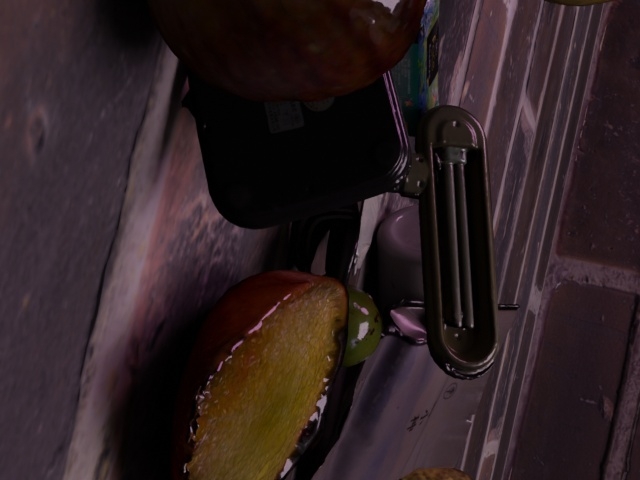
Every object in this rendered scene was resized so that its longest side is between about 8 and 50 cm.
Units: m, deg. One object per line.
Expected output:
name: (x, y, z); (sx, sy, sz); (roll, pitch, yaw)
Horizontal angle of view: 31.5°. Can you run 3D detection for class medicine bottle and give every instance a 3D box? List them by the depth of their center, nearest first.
medicine bottle: (0.106, 0.057, 1.145); (0.105, 0.105, 0.168); (-57, 153, -49)

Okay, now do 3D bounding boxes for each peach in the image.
peach: (-0.055, 0.099, 0.722); (0.279, 0.068, 0.189); (43, 67, -72)

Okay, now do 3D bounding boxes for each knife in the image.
knife: (0.067, -0.112, 1.059); (0.047, 0.017, 0.298); (17, 89, -71)

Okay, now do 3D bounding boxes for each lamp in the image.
lamp: (0.031, -0.012, 0.719); (0.283, 0.124, 0.203); (23, 52, -66)

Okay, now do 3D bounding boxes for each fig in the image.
fig: (-0.023, -0.179, 0.522); (0.160, 0.143, 0.231); (-109, -170, -58)

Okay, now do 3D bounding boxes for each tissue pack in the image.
tissue pack: (0.048, -0.146, 0.854); (0.079, 0.085, 0.111); (-62, 156, -45)

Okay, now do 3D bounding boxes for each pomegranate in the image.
pomegranate: (0.010, 0.076, 0.925); (0.084, 0.073, 0.073); (-45, 169, 15)

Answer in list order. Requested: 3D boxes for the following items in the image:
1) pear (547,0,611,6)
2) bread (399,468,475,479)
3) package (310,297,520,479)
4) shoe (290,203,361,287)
pear: (0.264, -0.382, 1.060); (0.309, 0.309, 0.309); (12, 90, -73)
bread: (0.066, 0.311, 1.151); (0.260, 0.129, 0.134); (-31, 138, -66)
package: (0.083, 0.151, 1.083); (0.250, 0.062, 0.204); (-4, 122, -51)
shoe: (0.000, 0.000, 0.874); (0.179, 0.049, 0.071); (-87, -172, -70)
